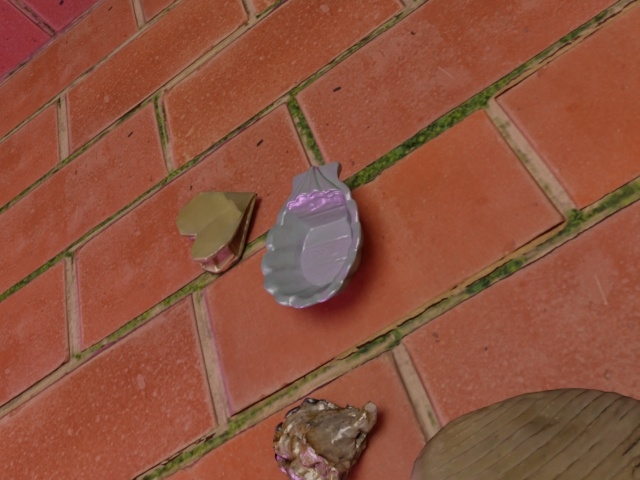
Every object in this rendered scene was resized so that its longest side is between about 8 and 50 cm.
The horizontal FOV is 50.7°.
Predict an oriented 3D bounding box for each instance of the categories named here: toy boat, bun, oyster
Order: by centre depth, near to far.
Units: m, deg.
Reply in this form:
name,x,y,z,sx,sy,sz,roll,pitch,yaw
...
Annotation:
name,x,y,z,sx,sy,sz,roll,pitch,yaw
bun,0.274,0.307,0.711,0.362,0.234,0.326,5,32,29
oyster,0.002,0.294,1.022,0.191,0.081,0.163,-39,43,3
toy boat,0.000,0.000,1.191,0.199,0.100,0.290,-13,57,27

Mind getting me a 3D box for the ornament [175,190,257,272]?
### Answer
name,x,y,z,sx,sy,sz,roll,pitch,yaw
ornament,-0.202,-0.043,1.388,0.180,0.059,0.201,-39,46,4
